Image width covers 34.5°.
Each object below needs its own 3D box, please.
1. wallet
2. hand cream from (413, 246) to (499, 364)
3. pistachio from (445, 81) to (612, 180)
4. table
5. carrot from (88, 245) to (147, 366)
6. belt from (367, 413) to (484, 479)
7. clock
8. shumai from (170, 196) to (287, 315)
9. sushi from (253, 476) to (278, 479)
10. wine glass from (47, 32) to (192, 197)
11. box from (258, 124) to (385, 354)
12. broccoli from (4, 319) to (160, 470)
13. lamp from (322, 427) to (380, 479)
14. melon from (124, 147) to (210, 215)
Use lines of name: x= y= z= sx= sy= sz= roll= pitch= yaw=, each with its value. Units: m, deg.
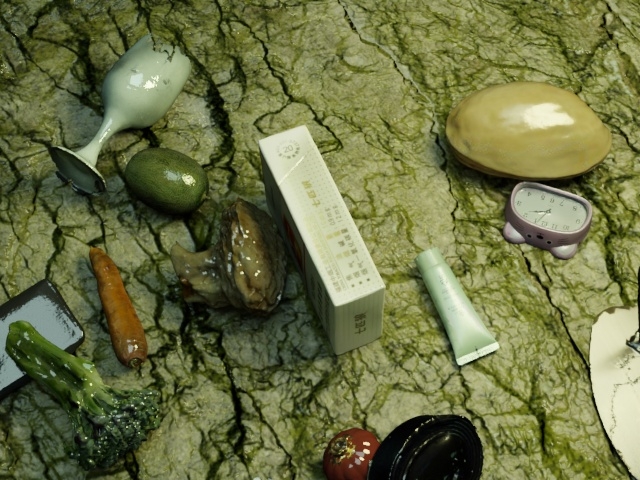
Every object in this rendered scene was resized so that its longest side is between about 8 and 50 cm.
wallet: x=-0.532 y=0.183 z=1.745 sx=0.250 sy=0.044 sz=0.149 roll=-35 pitch=70 yaw=-15
hand cream: x=0.224 y=0.108 z=1.749 sx=0.078 sy=0.050 sz=0.204 roll=-21 pitch=68 yaw=-11
pistachio: x=0.370 y=-0.193 z=1.835 sx=0.293 sy=0.162 sz=0.181 roll=5 pitch=75 yaw=5
table: x=0.595 y=0.182 z=1.579 sx=0.318 sy=0.249 sz=0.317 roll=-1 pitch=63 yaw=2
carrot: x=-0.350 y=0.109 z=1.767 sx=0.059 sy=0.059 sz=0.247 roll=-21 pitch=61 yaw=-8
belt: x=0.161 y=0.354 z=1.573 sx=0.198 sy=0.078 sz=0.151 roll=-38 pitch=100 yaw=-28
clock: x=0.398 y=-0.038 z=1.814 sx=0.153 sy=0.050 sz=0.110 roll=19 pitch=65 yaw=12
shumai: x=-0.158 y=0.040 z=1.760 sx=0.176 sy=0.166 sz=0.205 roll=-19 pitch=47 yaw=22
sushi: x=-0.011 y=0.472 z=1.573 sx=0.210 sy=0.040 sz=0.192 roll=6 pitch=70 yaw=3
wine glass: x=-0.364 y=-0.234 z=1.902 sx=0.143 sy=0.143 sz=0.321 roll=25 pitch=63 yaw=15
box: x=0.001 y=0.000 z=1.722 sx=0.095 sy=0.210 sz=0.330 roll=-20 pitch=64 yaw=-9
broccoli: x=-0.400 y=0.235 z=1.654 sx=0.304 sy=0.145 sz=0.165 roll=37 pitch=69 yaw=21
lamp: x=0.050 y=0.342 z=1.609 sx=0.101 sy=0.090 sz=0.101 roll=-28 pitch=37 yaw=24
melon: x=-0.271 y=-0.104 z=1.844 sx=0.167 sy=0.114 sz=0.114 roll=24 pitch=66 yaw=13
